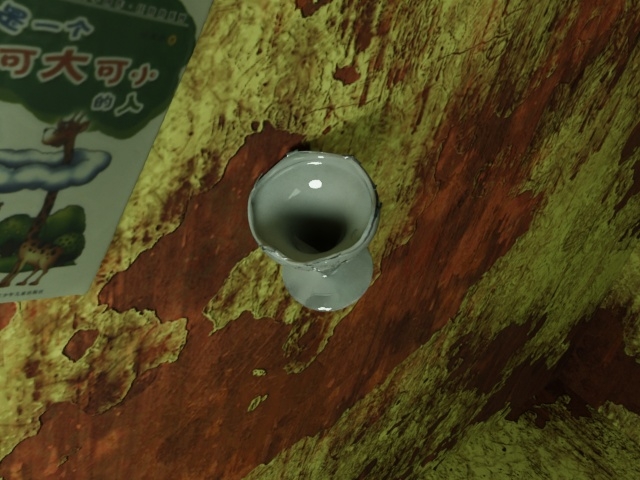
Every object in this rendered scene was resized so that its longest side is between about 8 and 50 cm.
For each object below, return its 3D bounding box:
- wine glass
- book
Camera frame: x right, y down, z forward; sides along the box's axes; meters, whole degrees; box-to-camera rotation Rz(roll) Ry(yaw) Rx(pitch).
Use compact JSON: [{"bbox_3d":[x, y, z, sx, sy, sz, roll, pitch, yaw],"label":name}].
[{"bbox_3d":[0.000,0.000,1.093,0.165,0.165,0.196,-40,154,-15],"label":"wine glass"},{"bbox_3d":[-0.260,-0.089,0.750,0.260,0.043,0.371,-4,129,-51],"label":"book"}]
